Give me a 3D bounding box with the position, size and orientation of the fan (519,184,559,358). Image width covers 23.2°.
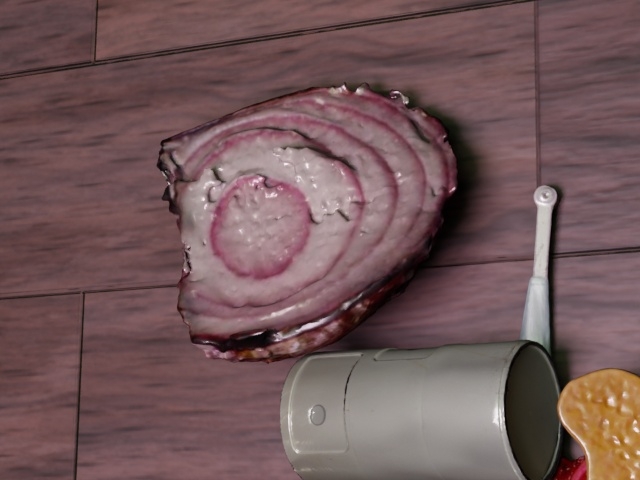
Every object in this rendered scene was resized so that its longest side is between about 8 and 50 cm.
[{"bbox_3d":[0.198,0.088,1.403,0.057,0.023,0.282,3,82,28],"label":"fan"}]

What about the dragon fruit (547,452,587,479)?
[{"bbox_3d":[0.196,0.242,1.338,0.131,0.063,0.097,-32,84,11],"label":"dragon fruit"}]

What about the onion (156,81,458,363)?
[{"bbox_3d":[0.000,0.000,1.450,0.280,0.146,0.314,-13,43,5],"label":"onion"}]

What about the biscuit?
[{"bbox_3d":[0.278,0.271,1.280,0.216,0.047,0.339,0,76,7],"label":"biscuit"}]

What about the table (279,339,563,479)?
[{"bbox_3d":[0.090,0.155,1.369,0.220,0.126,0.126,-6,76,32],"label":"table"}]
